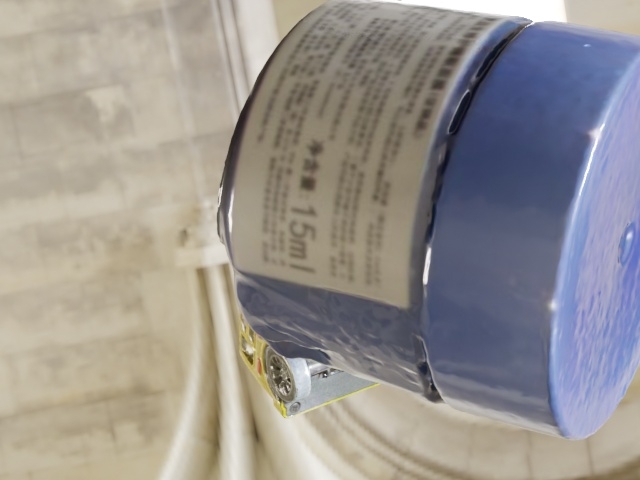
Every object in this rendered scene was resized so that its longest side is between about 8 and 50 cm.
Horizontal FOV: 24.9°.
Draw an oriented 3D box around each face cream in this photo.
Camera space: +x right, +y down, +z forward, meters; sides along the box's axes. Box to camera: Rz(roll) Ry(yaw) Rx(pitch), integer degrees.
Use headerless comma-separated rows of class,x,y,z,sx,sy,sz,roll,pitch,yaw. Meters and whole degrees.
face cream,0.089,-0.022,0.910,0.225,0.249,0.249,16,-160,27

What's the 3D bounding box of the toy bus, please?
toy bus,0.000,0.000,1.383,0.144,0.330,0.152,-17,-141,-27
